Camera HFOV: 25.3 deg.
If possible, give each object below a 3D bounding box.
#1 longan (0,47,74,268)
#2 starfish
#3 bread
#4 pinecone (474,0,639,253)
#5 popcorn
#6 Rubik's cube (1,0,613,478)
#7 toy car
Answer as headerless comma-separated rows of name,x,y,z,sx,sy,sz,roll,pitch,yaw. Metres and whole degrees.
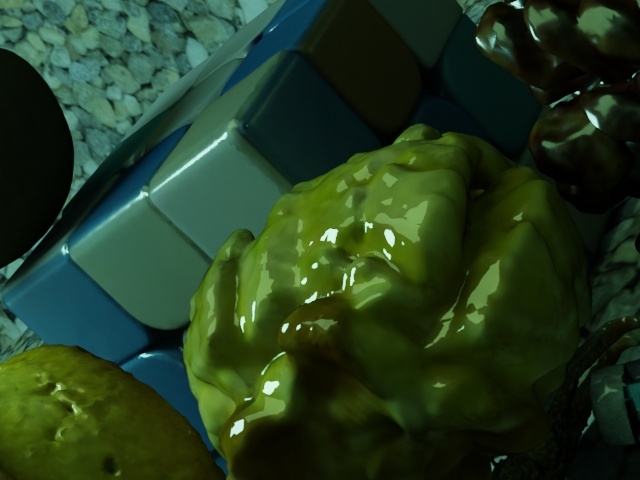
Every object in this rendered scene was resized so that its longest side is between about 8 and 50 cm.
longan,-0.303,-0.066,1.210,0.198,0.198,0.212,-32,38,36
starfish,0.149,0.134,0.952,0.247,0.050,0.138,-55,-16,-25
bread,-0.173,0.235,1.011,0.204,0.358,0.337,-42,8,-36
pinecone,0.296,-0.142,0.894,0.397,0.398,0.398,-40,14,12
popcorn,0.056,0.044,0.901,0.332,0.225,0.265,-41,-8,-39
Rubik's cube,0.000,0.000,1.252,0.347,0.344,0.347,-33,19,40
toy car,0.235,0.111,0.851,0.126,0.098,0.161,-13,-9,17
